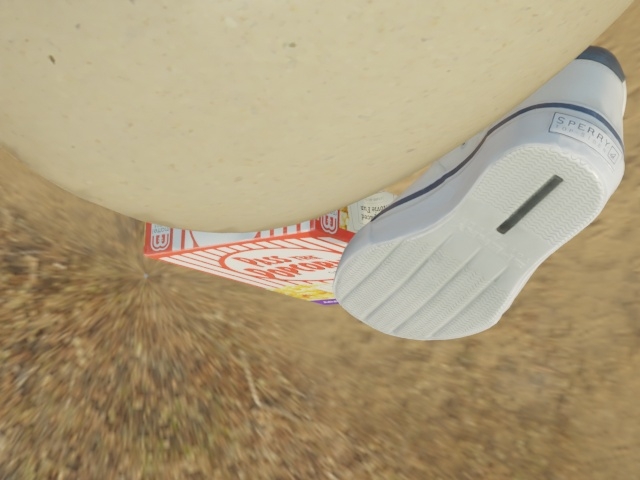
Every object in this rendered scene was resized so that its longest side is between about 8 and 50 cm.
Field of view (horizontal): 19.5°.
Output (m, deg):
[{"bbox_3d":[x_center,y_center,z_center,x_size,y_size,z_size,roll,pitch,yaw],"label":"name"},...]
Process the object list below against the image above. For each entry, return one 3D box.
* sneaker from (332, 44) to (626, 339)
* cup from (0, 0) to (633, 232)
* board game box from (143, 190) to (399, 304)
[{"bbox_3d":[0.096,-0.021,1.048,0.094,0.258,0.091,35,55,-13],"label":"sneaker"},{"bbox_3d":[0.023,-0.184,0.631,0.331,0.237,0.331,10,75,-39],"label":"cup"},{"bbox_3d":[0.000,0.000,1.249,0.193,0.147,0.045,18,70,-48],"label":"board game box"}]
